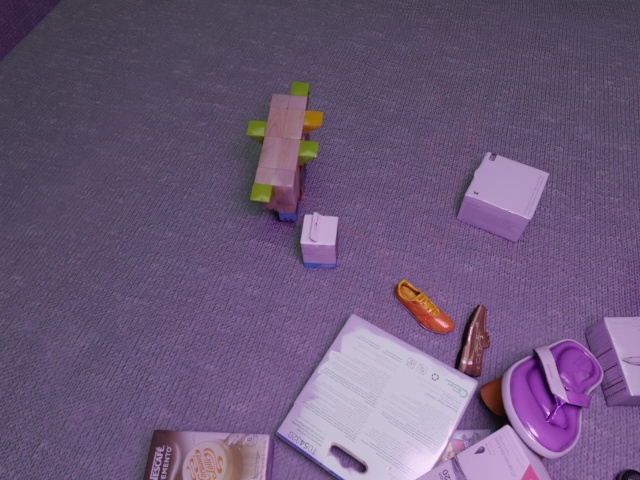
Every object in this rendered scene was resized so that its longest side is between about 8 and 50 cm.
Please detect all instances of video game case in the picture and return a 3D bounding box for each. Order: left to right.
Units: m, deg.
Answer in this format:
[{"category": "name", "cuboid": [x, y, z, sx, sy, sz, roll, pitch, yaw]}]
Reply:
[{"category": "video game case", "cuboid": [0.303, 0.472, 1.019, 0.167, 0.015, 0.119, -2, 57, 1]}]

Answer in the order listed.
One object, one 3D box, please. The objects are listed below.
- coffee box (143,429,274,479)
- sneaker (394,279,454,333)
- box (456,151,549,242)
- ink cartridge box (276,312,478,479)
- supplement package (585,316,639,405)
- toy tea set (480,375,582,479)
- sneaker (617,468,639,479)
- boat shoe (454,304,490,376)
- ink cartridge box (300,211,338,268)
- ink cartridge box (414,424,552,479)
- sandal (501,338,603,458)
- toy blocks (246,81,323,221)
[{"category": "coffee box", "cuboid": [-0.228, 0.480, 0.987, 0.247, 0.098, 0.141, 1, 58, 3]}, {"category": "sneaker", "cuboid": [0.256, 0.168, 1.182, 0.175, 0.067, 0.064, 36, 64, 20]}, {"category": "box", "cuboid": [0.506, -0.123, 1.323, 0.182, 0.119, 0.180, 25, 63, 17]}, {"category": "ink cartridge box", "cuboid": [0.125, 0.375, 1.049, 0.324, 0.071, 0.330, 27, 67, 22]}, {"category": "supplement package", "cuboid": [0.698, 0.274, 1.073, 0.105, 0.105, 0.179, -1, 58, 0]}, {"category": "toy tea set", "cuboid": [0.428, 0.450, 0.975, 0.200, 0.124, 0.335, 23, 34, -22]}, {"category": "sneaker", "cuboid": [0.666, 0.545, 0.891, 0.087, 0.130, 0.227, -11, 56, -7]}, {"category": "boat shoe", "cuboid": [0.374, 0.241, 1.136, 0.060, 0.064, 0.177, 20, 67, 8]}, {"category": "ink cartridge box", "cuboid": [0.000, 0.000, 1.253, 0.090, 0.143, 0.092, 4, 58, 5]}, {"category": "ink cartridge box", "cuboid": [0.296, 0.459, 0.838, 0.218, 0.092, 0.158, -41, 33, 16]}, {"category": "sandal", "cuboid": [0.491, 0.280, 0.968, 0.169, 0.102, 0.416, 43, 34, 22]}, {"category": "toy blocks", "cuboid": [-0.096, -0.211, 1.338, 0.191, 0.260, 0.380, 6, 65, 4]}]
